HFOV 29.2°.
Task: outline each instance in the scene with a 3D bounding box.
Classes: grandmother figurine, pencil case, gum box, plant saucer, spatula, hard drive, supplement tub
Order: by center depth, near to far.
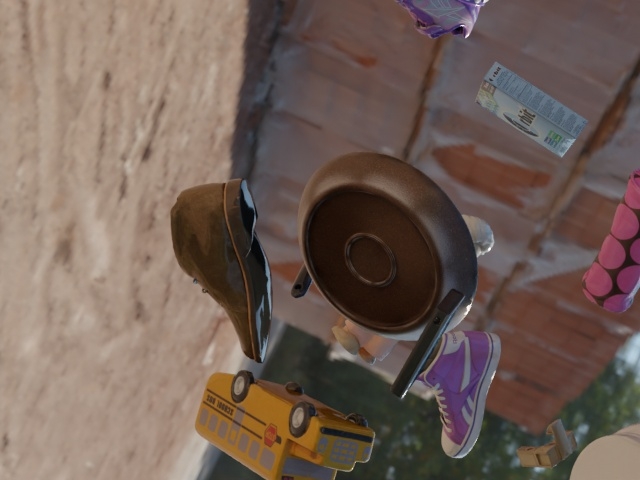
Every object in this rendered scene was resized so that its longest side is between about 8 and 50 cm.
[{"bbox_3d":[0.140,0.134,1.614,0.135,0.022,0.094,-62,170,22],"label":"hard drive"},{"bbox_3d":[0.451,-0.001,1.777,0.098,0.095,0.209,-70,180,-56],"label":"pencil case"},{"bbox_3d":[0.084,0.021,1.814,0.050,0.310,0.311,-36,156,-47],"label":"plant saucer"},{"bbox_3d":[0.597,0.418,2.030,0.241,0.331,0.241,-8,-100,53],"label":"supplement tub"},{"bbox_3d":[0.359,-0.222,2.115,0.041,0.184,0.157,-55,174,-5],"label":"gum box"},{"bbox_3d":[0.000,0.000,2.244,0.030,0.084,0.296,78,24,-44],"label":"spatula"},{"bbox_3d":[0.185,0.086,2.286,0.342,0.104,0.208,-45,153,9],"label":"grandmother figurine"}]

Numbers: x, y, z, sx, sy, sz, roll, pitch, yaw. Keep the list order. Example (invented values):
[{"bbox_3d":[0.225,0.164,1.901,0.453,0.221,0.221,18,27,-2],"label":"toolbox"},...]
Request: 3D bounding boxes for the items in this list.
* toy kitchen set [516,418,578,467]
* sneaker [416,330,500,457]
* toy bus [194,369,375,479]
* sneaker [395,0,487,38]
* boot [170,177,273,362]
[{"bbox_3d":[0.408,0.363,2.238,0.083,0.068,0.075,-26,-169,-38],"label":"toy kitchen set"},{"bbox_3d":[0.247,0.304,2.460,0.102,0.161,0.282,-128,-135,-63],"label":"sneaker"},{"bbox_3d":[-0.060,0.279,1.815,0.332,0.108,0.130,17,-91,57],"label":"toy bus"},{"bbox_3d":[0.176,-0.387,2.023,0.095,0.236,0.105,35,-65,51],"label":"sneaker"},{"bbox_3d":[-0.138,0.049,1.792,0.112,0.115,0.305,-80,162,-58],"label":"boot"}]
